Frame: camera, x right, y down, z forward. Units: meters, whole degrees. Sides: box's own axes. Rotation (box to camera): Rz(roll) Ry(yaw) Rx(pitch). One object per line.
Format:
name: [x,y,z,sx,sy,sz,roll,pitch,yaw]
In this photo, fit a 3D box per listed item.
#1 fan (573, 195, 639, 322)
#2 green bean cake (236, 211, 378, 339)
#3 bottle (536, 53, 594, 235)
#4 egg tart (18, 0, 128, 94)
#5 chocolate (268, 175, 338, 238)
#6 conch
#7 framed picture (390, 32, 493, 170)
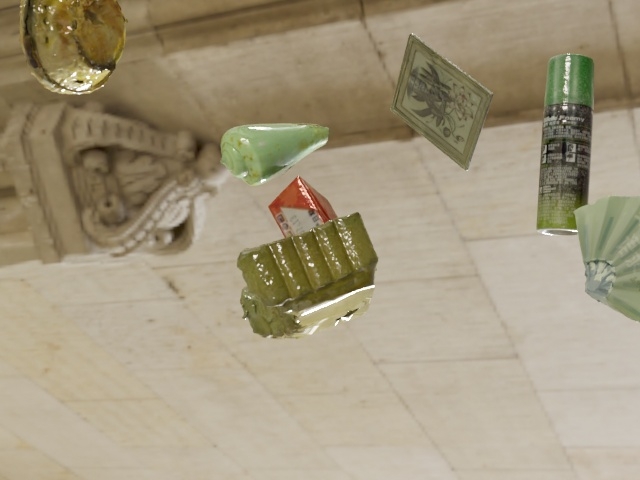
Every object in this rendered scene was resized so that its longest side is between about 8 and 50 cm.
fan: [0.339,0.013,1.081,0.009,0.131,0.240,40,-162,-29]
green bean cake: [-0.022,0.074,1.653,0.236,0.233,0.124,98,152,-69]
bottle: [0.457,-0.177,1.835,0.093,0.093,0.329,19,-105,-65]
egg tart: [-0.361,-0.320,1.491,0.213,0.090,0.212,-3,-87,-62]
chocolate: [0.000,0.000,2.167,0.234,0.108,0.237,61,-171,16]
conch: [-0.116,-0.205,2.201,0.137,0.143,0.251,47,-136,15]
framed picture: [0.223,-0.261,1.853,0.010,0.231,0.173,-17,-44,-34]
